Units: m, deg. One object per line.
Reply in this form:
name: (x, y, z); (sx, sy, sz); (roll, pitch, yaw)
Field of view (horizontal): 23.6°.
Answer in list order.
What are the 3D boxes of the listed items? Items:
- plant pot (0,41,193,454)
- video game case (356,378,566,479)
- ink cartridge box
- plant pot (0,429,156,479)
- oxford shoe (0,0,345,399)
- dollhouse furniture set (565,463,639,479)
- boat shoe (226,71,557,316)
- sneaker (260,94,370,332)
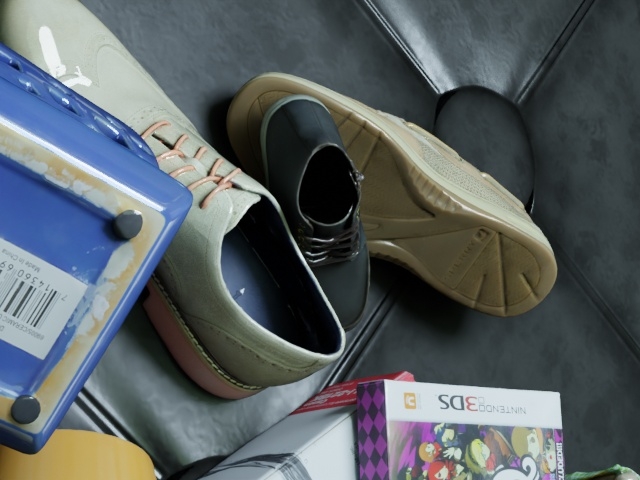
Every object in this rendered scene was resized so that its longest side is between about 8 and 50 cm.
plant pot: (-0.234, -0.007, 0.995); (0.236, 0.212, 0.236); (31, 91, -29)
video game case: (0.122, 0.234, 1.248); (0.210, 0.042, 0.232); (9, 73, -39)
ink cartridge box: (-0.006, 0.258, 1.237); (0.273, 0.114, 0.197); (-32, 100, -41)
plant pot: (-0.180, 0.241, 1.059); (0.205, 0.205, 0.187); (21, 52, -34)
oxford shoe: (-0.114, -0.052, 1.201); (0.397, 0.147, 0.140); (52, 53, -17)
dollhouse furniture set: (0.278, 0.349, 1.394); (0.151, 0.198, 0.301); (-4, 82, -39)
boat shoe: (0.061, -0.050, 1.382); (0.341, 0.121, 0.110); (33, 25, -20)
sneaker: (0.000, 0.000, 1.267); (0.083, 0.118, 0.222); (-16, 117, -6)
